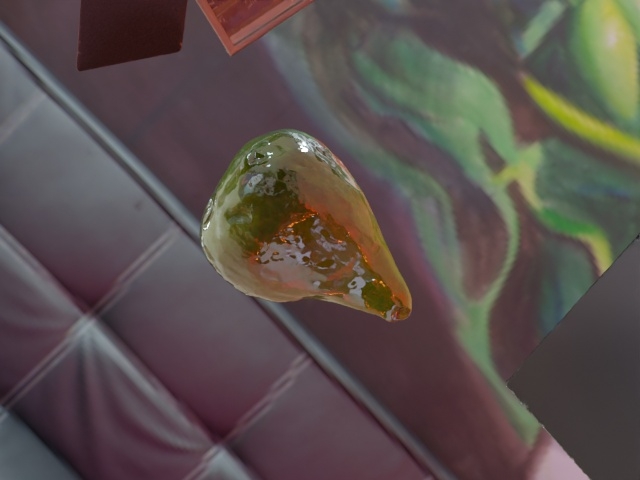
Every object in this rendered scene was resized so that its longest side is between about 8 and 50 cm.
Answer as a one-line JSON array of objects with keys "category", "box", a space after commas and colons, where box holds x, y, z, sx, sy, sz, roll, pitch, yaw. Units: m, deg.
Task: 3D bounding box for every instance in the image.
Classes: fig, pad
[{"category": "fig", "box": [0.000, 0.000, 1.706, 0.275, 0.206, 0.206, 32, 16, 4]}, {"category": "pad", "box": [-0.203, -0.289, 1.584, 0.143, 0.211, 0.003, -16, 44, -33]}, {"category": "pad", "box": [0.272, 0.041, 0.968, 0.005, 0.300, 0.202, 36, 8, -35]}]

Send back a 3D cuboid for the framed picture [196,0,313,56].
[{"category": "framed picture", "box": [-0.041, -0.239, 1.230, 0.109, 0.149, 0.011, 56, 0, -42]}]
